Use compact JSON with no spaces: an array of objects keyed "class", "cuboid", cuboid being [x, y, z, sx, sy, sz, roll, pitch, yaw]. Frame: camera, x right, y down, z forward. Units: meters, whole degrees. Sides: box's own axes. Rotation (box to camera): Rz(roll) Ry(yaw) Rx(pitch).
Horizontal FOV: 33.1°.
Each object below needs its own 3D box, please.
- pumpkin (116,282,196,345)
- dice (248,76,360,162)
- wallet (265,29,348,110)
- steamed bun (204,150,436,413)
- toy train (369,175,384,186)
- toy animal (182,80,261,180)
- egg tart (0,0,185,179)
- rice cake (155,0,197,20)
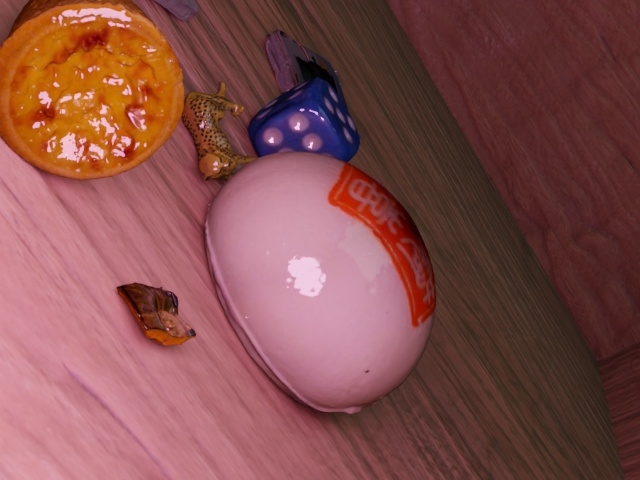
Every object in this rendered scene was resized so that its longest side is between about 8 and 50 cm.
[{"class":"pumpkin","cuboid":[-0.183,0.082,1.177,0.101,0.035,0.073,23,32,-58]},{"class":"dice","cuboid":[-0.028,-0.176,1.783,0.143,0.146,0.146,55,20,-17]},{"class":"wallet","cuboid":[-0.020,-0.319,2.140,0.231,0.069,0.170,25,46,-60]},{"class":"steamed bun","cuboid":[0.021,0.039,1.472,0.374,0.241,0.374,50,20,-26]},{"class":"toy train","cuboid":[0.088,-0.077,2.086,0.118,0.074,0.176,55,21,-11]},{"class":"toy animal","cuboid":[-0.153,-0.158,1.542,0.136,0.073,0.181,10,58,-59]},{"class":"egg tart","cuboid":[-0.254,-0.182,1.141,0.202,0.203,0.147,48,9,-39]},{"class":"rice cake","cuboid":[-0.268,-0.421,1.640,0.237,0.043,0.127,15,51,-65]}]
